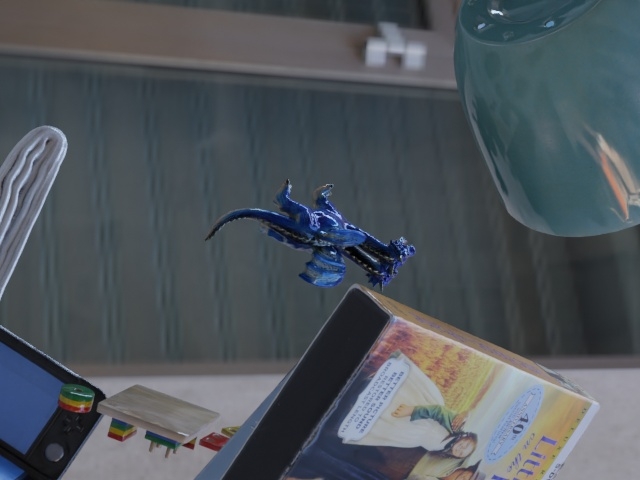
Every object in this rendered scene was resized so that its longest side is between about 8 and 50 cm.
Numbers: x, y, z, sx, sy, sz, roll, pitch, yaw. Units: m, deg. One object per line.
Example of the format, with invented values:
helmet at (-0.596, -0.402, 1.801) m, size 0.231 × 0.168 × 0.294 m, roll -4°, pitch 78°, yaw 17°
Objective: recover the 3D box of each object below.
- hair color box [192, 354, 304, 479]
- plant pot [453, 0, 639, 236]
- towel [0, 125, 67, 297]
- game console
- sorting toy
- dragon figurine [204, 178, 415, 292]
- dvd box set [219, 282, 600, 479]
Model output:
hair color box at (-0.046, 0.258, 1.615) m, size 0.113 × 0.374 × 0.185 m, roll 35°, pitch -45°, yaw 9°
plant pot at (0.278, -0.189, 1.544) m, size 0.235 × 0.293 × 0.293 m, roll 54°, pitch 1°, yaw -38°
towel at (-0.246, 0.069, 0.920) m, size 0.285 × 0.034 × 0.209 m, roll -47°, pitch -160°, yaw 50°
game console at (-0.502, 0.250, 2.116) m, size 0.250 × 0.293 × 0.173 m, roll -57°, pitch 173°, yaw -14°
sorting toy at (-0.213, 0.251, 1.940) m, size 0.132 × 0.274 × 0.046 m, roll -21°, pitch 127°, yaw -73°
dragon figurine at (0.000, 0.000, 1.794) m, size 0.144 × 0.289 × 0.085 m, roll 45°, pitch -65°, yaw 30°
dvd box set at (0.081, 0.229, 1.393) m, size 0.062 × 0.420 × 0.307 m, roll 40°, pitch -82°, yaw 38°
